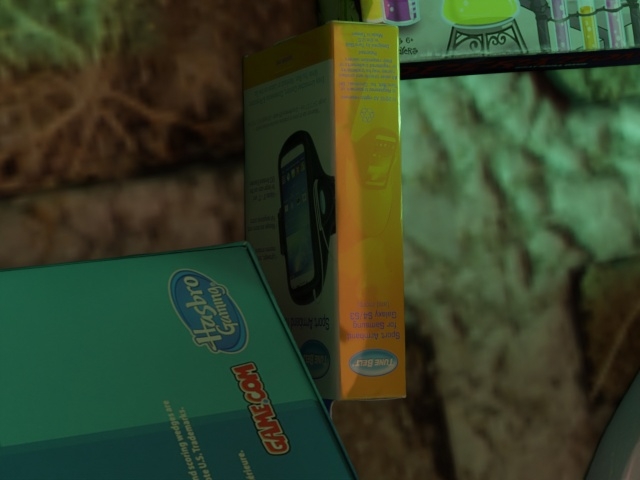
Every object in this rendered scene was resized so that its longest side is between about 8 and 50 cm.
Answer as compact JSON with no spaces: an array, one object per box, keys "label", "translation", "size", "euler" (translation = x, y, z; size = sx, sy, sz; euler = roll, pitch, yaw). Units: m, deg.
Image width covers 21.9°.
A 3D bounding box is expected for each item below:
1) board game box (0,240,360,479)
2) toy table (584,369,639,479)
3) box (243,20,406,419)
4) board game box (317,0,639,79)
[{"label":"board game box","translation":[-0.140,0.127,0.412],"size":[0.336,0.254,0.079],"euler":[-6,134,-22]},{"label":"toy table","translation":[0.214,0.102,0.599],"size":[0.252,0.161,0.274],"euler":[29,78,-19]},{"label":"box","translation":[0.000,0.000,0.555],"size":[0.028,0.081,0.136],"euler":[-2,89,-23]},{"label":"board game box","translation":[0.155,-0.176,0.649],"size":[0.346,0.056,0.208],"euler":[-7,86,-23]}]
